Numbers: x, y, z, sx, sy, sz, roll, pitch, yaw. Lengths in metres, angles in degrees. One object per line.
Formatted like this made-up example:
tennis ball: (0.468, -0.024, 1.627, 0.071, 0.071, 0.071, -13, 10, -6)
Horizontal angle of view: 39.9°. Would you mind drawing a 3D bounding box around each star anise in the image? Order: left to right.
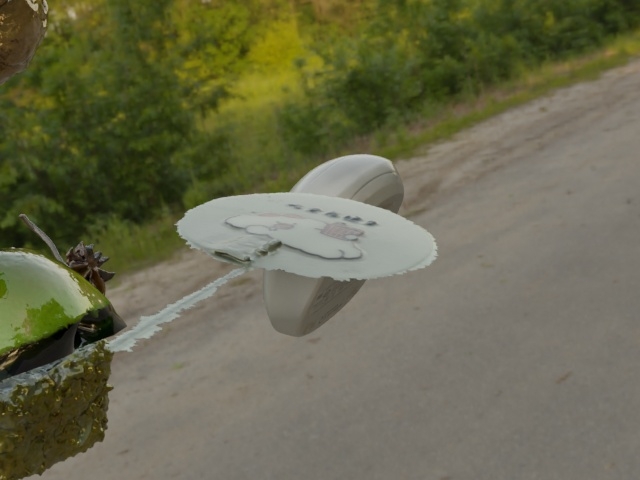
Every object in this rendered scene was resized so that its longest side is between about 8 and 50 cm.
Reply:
star anise: (-0.520, 0.047, 1.722, 0.227, 0.218, 0.148, -6, 5, 44)

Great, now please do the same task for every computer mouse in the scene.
computer mouse: (0.000, 0.000, 1.149, 0.184, 0.121, 0.297, -40, -17, -33)

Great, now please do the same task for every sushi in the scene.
sushi: (-0.626, 0.273, 1.686, 0.396, 0.240, 0.351, 24, 30, 26)

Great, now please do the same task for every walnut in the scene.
walnut: (-0.434, -0.292, 1.087, 0.198, 0.198, 0.245, -12, 41, -3)

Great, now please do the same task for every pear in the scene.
pear: (-0.495, 0.107, 1.253, 0.399, 0.165, 0.399, -16, 3, 1)

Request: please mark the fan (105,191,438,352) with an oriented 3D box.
fan: (-0.038, 0.008, 0.584, 0.191, 0.009, 0.329, 15, 21, 23)
